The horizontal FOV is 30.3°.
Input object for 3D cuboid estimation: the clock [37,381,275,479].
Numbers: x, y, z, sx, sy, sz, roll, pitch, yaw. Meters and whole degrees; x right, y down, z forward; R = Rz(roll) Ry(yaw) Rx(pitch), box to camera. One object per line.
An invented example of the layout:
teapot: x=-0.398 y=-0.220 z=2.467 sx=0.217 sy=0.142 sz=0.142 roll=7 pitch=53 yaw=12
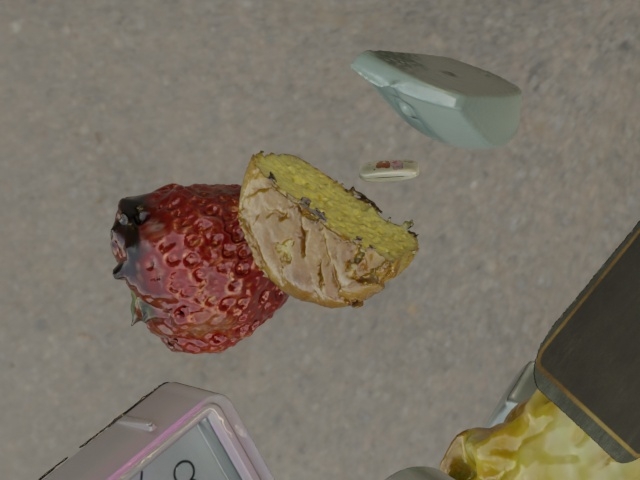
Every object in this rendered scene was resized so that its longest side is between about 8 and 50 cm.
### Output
clock: x=-0.111 y=0.197 z=0.707 sx=0.063 sy=0.197 sz=0.150 roll=0 pitch=121 yaw=53

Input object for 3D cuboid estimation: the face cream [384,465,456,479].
face cream: x=0.107 y=0.192 z=0.604 sx=0.077 sy=0.250 sz=0.077 roll=-5 pitch=102 yaw=-24

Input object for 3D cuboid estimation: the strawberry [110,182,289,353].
strawberry: x=-0.163 y=0.045 z=1.869 sx=0.310 sy=0.292 sz=0.291 roll=7 pitch=107 yaw=5

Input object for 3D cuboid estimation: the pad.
pad: x=0.343 y=0.022 z=0.880 sx=0.375 sy=0.315 sz=0.063 roll=-50 pitch=49 yaw=0

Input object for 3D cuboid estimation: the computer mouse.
computer mouse: x=0.119 y=-0.134 z=1.158 sx=0.128 sy=0.231 sz=0.079 roll=27 pitch=106 yaw=29

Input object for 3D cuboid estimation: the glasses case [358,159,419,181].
glasses case: x=0.094 y=-0.096 z=1.619 sx=0.083 sy=0.032 sz=0.021 roll=-3 pitch=128 yaw=3

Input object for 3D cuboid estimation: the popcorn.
popcorn: x=0.313 y=0.297 z=1.278 sx=0.349 sy=0.382 sz=0.349 roll=-4 pitch=82 yaw=32

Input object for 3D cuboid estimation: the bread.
bread: x=-0.005 y=-0.002 z=1.629 sx=0.261 sy=0.160 sz=0.147 roll=33 pitch=113 yaw=17

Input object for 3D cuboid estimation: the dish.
dish: x=0.350 y=0.234 z=1.805 sx=0.154 sy=0.234 sz=0.064 roll=9 pitch=118 yaw=24
